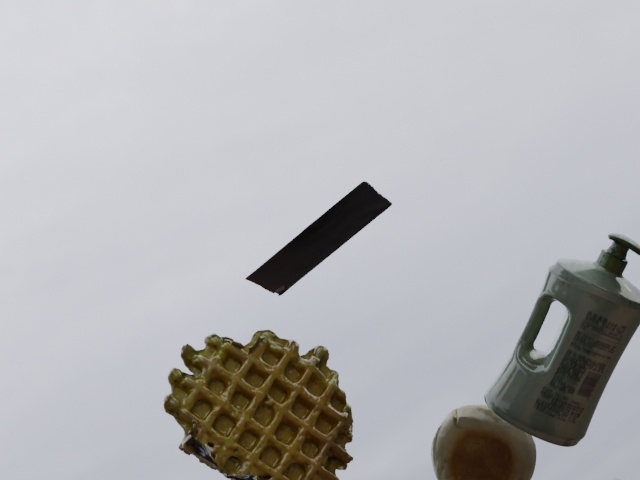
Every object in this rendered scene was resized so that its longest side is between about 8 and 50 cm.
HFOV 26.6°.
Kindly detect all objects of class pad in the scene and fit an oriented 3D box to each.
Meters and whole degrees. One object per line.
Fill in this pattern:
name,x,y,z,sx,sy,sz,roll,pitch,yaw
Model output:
pad,0.000,0.000,1.695,0.193,0.004,0.116,-39,-23,9

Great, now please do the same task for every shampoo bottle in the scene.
shampoo bottle,0.277,0.098,1.462,0.234,0.118,0.087,-66,-12,17

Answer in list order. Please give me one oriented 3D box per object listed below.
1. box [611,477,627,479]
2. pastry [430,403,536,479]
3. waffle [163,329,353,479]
box,0.206,0.366,1.107,0.299,0.200,0.106,-34,14,-15
pastry,0.237,0.307,1.965,0.156,0.156,0.092,-40,6,18
waffle,-0.095,0.282,2.155,0.312,0.307,0.060,4,-29,-13
